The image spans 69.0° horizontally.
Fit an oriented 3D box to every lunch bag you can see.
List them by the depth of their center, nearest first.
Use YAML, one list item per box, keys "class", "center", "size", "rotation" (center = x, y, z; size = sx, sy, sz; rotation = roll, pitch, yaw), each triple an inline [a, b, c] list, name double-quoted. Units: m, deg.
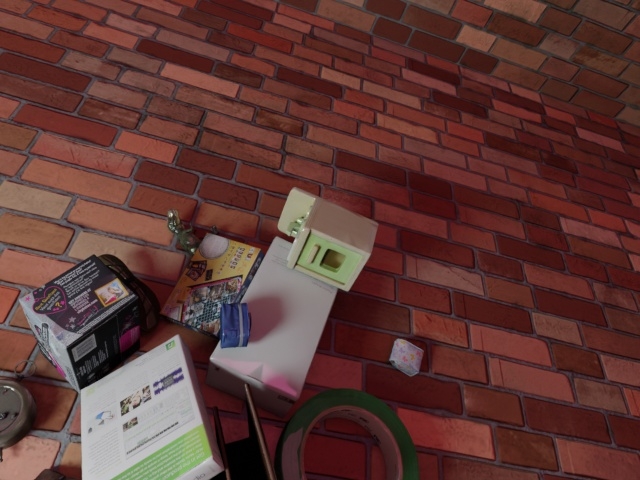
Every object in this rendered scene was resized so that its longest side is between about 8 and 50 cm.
- class: "lunch bag"
  center: [-0.181, 0.179, 1.000]
  size: [0.065, 0.067, 0.099]
  rotation: [2, 52, -17]
- class: "lunch bag"
  center: [0.229, 0.314, 1.261]
  size: [0.083, 0.053, 0.071]
  rotation: [31, 52, -9]

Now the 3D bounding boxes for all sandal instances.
- class: "sandal"
  center: [-0.469, 0.130, 1.121]
  size: [0.219, 0.060, 0.090]
  rotation: [46, 35, 0]

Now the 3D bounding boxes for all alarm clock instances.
- class: "alarm clock"
  center: [-0.630, 0.324, 0.923]
  size: [0.129, 0.064, 0.192]
  rotation: [18, 47, -7]

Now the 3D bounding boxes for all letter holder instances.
- class: "letter holder"
  center: [-0.163, 0.441, 0.836]
  size: [0.151, 0.215, 0.302]
  rotation: [-8, 34, -18]

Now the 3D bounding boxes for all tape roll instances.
- class: "tape roll"
  center: [0.059, 0.501, 1.041]
  size: [0.320, 0.077, 0.322]
  rotation: [11, 52, -14]

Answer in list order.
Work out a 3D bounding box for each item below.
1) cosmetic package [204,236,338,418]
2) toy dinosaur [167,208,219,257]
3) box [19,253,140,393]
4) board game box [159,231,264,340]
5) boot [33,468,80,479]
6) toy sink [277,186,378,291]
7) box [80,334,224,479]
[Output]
- class: "cosmetic package"
  center: [-0.102, 0.203, 1.154]
  size: [0.217, 0.156, 0.385]
  rotation: [26, 51, 0]
- class: "toy dinosaur"
  center: [-0.316, 0.017, 1.275]
  size: [0.118, 0.064, 0.268]
  rotation: [-28, 73, -29]
- class: "box"
  center: [-0.486, 0.178, 0.962]
  size: [0.142, 0.247, 0.163]
  rotation: [39, 51, 12]
- class: "board game box"
  center: [-0.266, 0.108, 1.163]
  size: [0.164, 0.042, 0.244]
  rotation: [17, 63, 17]
- class: "boot"
  center: [-0.562, 0.498, 0.815]
  size: [0.248, 0.090, 0.207]
  rotation: [11, 29, 12]
- class: "toy sink"
  center: [0.000, 0.000, 1.145]
  size: [0.234, 0.153, 0.131]
  rotation: [24, 43, -3]
- class: "box"
  center: [-0.331, 0.351, 0.879]
  size: [0.232, 0.059, 0.322]
  rotation: [-29, 37, -9]
